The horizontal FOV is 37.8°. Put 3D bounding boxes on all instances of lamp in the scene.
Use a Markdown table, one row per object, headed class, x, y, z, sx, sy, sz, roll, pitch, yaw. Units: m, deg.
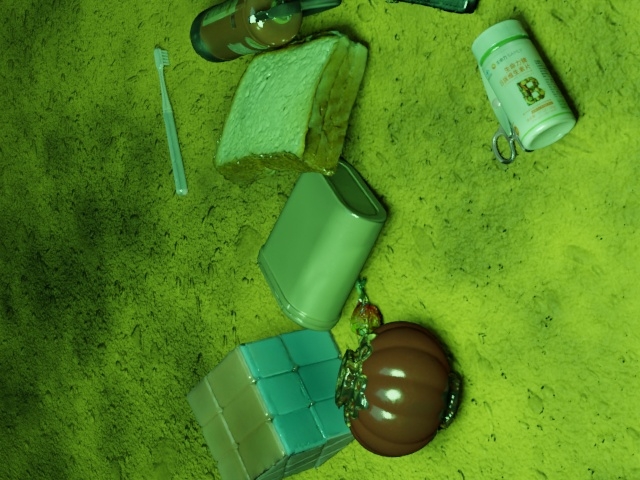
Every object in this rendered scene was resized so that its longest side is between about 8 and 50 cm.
| class | x | y | z | sx | sy | sz | roll | pitch | yaw |
| --- | --- | --- | --- | --- | --- | --- | --- | --- | --- |
| lamp | 0.133 | 0.248 | 1.555 | 0.227 | 0.227 | 0.227 | 6 | 98 | 46 |

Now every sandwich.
| class | x | y | z | sx | sy | sz | roll | pitch | yaw |
| --- | --- | --- | --- | --- | --- | --- | --- | --- | --- |
| sandwich | -0.057 | -0.241 | 1.716 | 0.301 | 0.099 | 0.271 | -1 | 63 | 52 |

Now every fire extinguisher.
| class | x | y | z | sx | sy | sz | roll | pitch | yaw |
| --- | --- | --- | --- | --- | --- | --- | --- | --- | --- |
| fire extinguisher | -0.102 | -0.425 | 1.747 | 0.113 | 0.200 | 0.376 | 58 | 159 | -19 |

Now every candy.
| class | x | y | z | sx | sy | sz | roll | pitch | yaw |
| --- | --- | --- | --- | --- | --- | --- | --- | --- | --- |
| candy | 0.070 | 0.083 | 1.721 | 0.060 | 0.060 | 0.201 | -29 | 65 | 44 |

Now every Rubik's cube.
| class | x | y | z | sx | sy | sz | roll | pitch | yaw |
| --- | --- | --- | --- | --- | --- | --- | --- | --- | --- |
| Rubik's cube | -0.076 | 0.319 | 1.761 | 0.221 | 0.231 | 0.225 | -45 | 64 | 40 |

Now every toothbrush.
| class | x | y | z | sx | sy | sz | roll | pitch | yaw |
| --- | --- | --- | --- | --- | --- | --- | --- | --- | --- |
| toothbrush | -0.341 | -0.270 | 2.129 | 0.025 | 0.030 | 0.342 | -14 | 83 | 47 |

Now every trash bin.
| class | x | y | z | sx | sy | sz | roll | pitch | yaw |
| --- | --- | --- | --- | --- | --- | --- | --- | --- | --- |
| trash bin | 0.000 | 0.000 | 1.705 | 0.247 | 0.121 | 0.243 | -63 | 36 | 27 |

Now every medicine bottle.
| class | x | y | z | sx | sy | sz | roll | pitch | yaw |
| --- | --- | --- | --- | --- | --- | --- | --- | --- | --- |
| medicine bottle | 0.304 | -0.233 | 1.404 | 0.086 | 0.086 | 0.183 | -41 | 65 | 41 |

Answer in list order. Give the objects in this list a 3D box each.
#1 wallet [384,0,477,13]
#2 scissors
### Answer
| class | x | y | z | sx | sy | sz | roll | pitch | yaw |
| --- | --- | --- | --- | --- | --- | --- | --- | --- | --- |
| wallet | 0.135 | -0.499 | 1.587 | 0.379 | 0.046 | 0.191 | 23 | 109 | 44 |
| scissors | 0.284 | -0.211 | 1.473 | 0.085 | 0.022 | 0.176 | -30 | 74 | 45 |
